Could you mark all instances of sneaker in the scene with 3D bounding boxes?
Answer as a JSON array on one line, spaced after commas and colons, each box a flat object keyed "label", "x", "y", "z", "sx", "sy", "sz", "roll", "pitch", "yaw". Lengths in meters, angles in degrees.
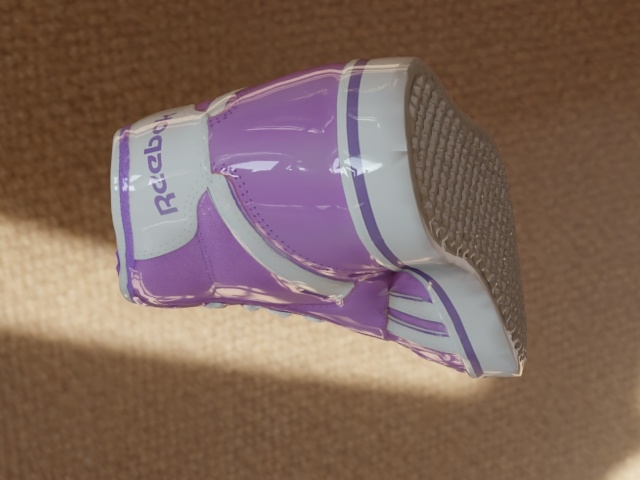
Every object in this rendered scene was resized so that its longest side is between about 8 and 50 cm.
[{"label": "sneaker", "x": 0.000, "y": -0.001, "z": 0.683, "sx": 0.282, "sy": 0.161, "sz": 0.102, "roll": 46, "pitch": 38, "yaw": -62}]
